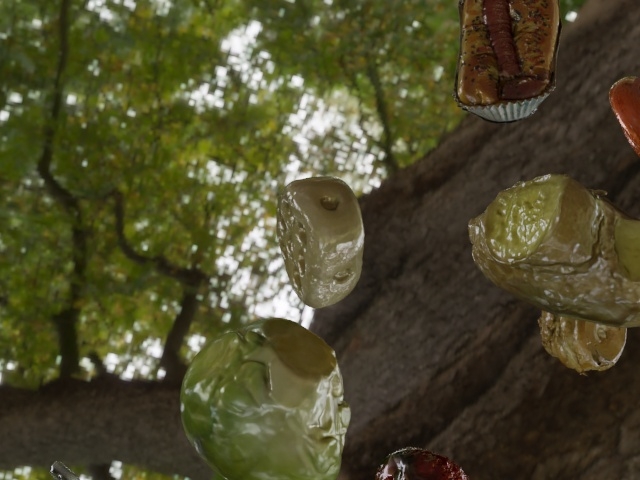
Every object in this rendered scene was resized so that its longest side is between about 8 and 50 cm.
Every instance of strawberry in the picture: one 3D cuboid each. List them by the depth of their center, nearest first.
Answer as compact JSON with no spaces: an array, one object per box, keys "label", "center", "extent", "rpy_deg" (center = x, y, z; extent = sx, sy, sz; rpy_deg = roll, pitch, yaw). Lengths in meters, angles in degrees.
[{"label":"strawberry","center":[0.096,0.238,0.967],"extent":[0.106,0.106,0.106],"rpy_deg":[16,-155,-8]}]

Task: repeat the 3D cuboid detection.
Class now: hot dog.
[{"label":"hot dog","center":[0.191,-0.203,1.085],"extent":[0.108,0.059,0.191],"rpy_deg":[-1,-122,15]}]

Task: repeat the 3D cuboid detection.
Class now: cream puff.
[{"label":"cream puff","center":[0.348,0.114,1.435],"extent":[0.119,0.133,0.104],"rpy_deg":[-35,-170,-28]}]

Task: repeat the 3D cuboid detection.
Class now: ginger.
[{"label":"ginger","center":[0.275,0.028,1.062],"extent":[0.270,0.123,0.219],"rpy_deg":[28,162,-21]}]

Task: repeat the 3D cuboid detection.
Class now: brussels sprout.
[{"label":"brussels sprout","center":[-0.083,0.281,1.827],"extent":[0.344,0.344,0.268],"rpy_deg":[24,-139,9]}]

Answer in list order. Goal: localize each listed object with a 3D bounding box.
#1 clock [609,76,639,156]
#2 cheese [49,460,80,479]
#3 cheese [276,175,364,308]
[{"label":"clock","center":[0.435,-0.120,1.324],"extent":[0.205,0.051,0.205],"rpy_deg":[32,-146,-24]},{"label":"cheese","center":[-0.205,0.254,0.980],"extent":[0.092,0.171,0.047],"rpy_deg":[10,-130,51]},{"label":"cheese","center":[0.000,0.000,1.773],"extent":[0.117,0.217,0.235],"rpy_deg":[-10,-170,-14]}]
